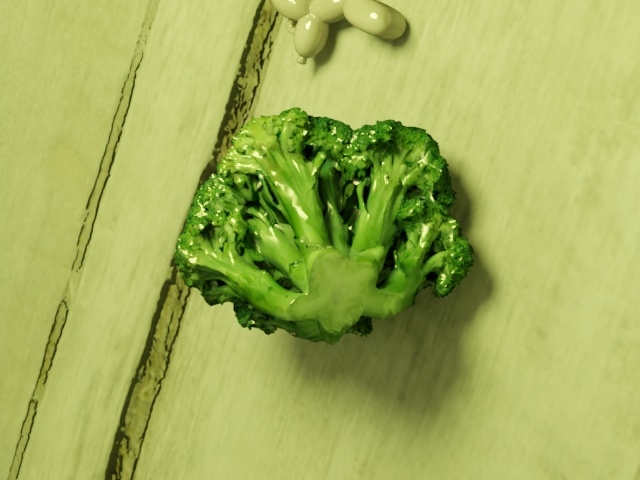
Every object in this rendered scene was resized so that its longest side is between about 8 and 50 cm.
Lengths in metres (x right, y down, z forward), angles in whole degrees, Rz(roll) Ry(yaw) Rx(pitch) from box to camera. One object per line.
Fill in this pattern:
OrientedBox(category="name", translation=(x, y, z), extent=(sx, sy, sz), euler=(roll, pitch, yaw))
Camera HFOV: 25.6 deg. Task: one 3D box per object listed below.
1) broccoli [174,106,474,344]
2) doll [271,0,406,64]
OrientedBox(category="broccoli", translation=(0.000, 0.000, 1.425), extent=(0.245, 0.294, 0.265), euler=(-125, 22, -60))
OrientedBox(category="doll", translation=(0.019, -0.269, 1.526), extent=(0.160, 0.059, 0.161), euler=(8, 94, 33))
